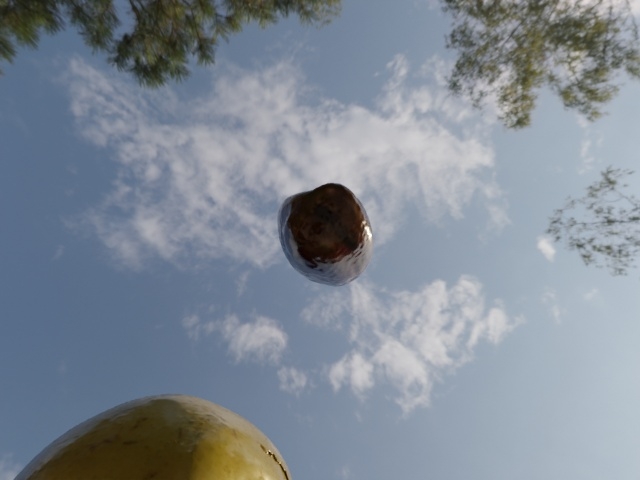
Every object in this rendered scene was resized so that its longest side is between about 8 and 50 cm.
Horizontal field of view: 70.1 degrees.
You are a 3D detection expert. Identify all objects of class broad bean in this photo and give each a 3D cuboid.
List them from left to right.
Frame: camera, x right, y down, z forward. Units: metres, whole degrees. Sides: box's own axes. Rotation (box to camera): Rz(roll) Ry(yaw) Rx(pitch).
[{"bbox_3d":[0.000,0.000,0.485,0.085,0.165,0.114,-33,-90,-13],"label":"broad bean"}]

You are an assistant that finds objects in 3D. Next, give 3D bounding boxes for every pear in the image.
[{"bbox_3d":[-0.183,0.347,0.497,0.349,0.348,0.347,0,-92,-9],"label":"pear"}]
